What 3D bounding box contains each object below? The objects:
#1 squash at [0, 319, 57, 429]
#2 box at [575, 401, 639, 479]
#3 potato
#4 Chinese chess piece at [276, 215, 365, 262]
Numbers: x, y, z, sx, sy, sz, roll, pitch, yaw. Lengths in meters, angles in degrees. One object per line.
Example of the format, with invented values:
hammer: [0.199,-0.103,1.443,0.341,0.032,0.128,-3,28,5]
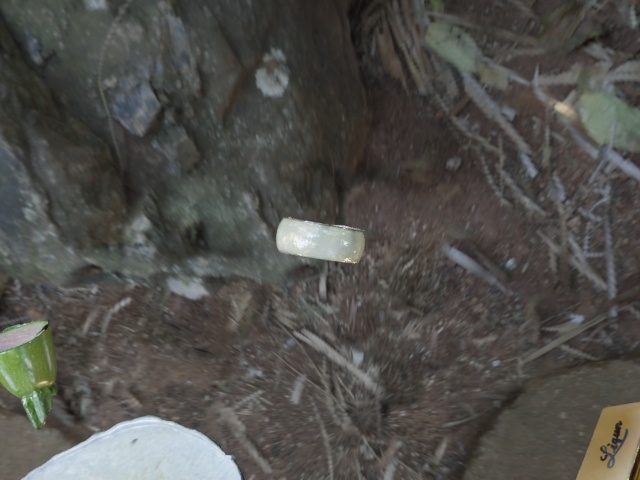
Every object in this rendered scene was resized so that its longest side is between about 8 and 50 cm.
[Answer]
squash: [-0.394,0.187,1.499,0.105,0.105,0.132,-21,105,-1]
box: [0.364,0.317,1.202,0.070,0.152,0.237,-13,111,35]
potato: [-0.164,0.313,1.002,0.300,0.196,0.246,-18,37,18]
Chinese chess piece: [0.000,0.000,1.496,0.122,0.122,0.051,10,91,4]
